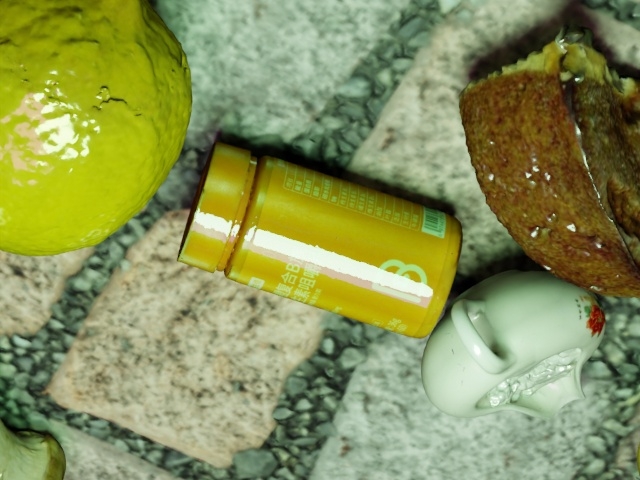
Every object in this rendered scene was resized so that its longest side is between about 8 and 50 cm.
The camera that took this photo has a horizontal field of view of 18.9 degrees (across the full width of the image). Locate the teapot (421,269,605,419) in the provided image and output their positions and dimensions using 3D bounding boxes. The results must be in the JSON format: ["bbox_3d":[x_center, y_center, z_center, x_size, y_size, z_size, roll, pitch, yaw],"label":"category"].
[{"bbox_3d":[0.136,0.075,1.411,0.145,0.092,0.226,-36,159,15],"label":"teapot"}]

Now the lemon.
[{"bbox_3d":[-0.187,-0.088,1.288,0.192,0.192,0.231,34,126,-18],"label":"lemon"}]

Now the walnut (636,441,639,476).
[{"bbox_3d":[0.339,0.176,1.453,0.206,0.159,0.159,32,126,-11],"label":"walnut"}]

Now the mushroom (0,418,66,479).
[{"bbox_3d":[-0.324,0.109,1.511,0.128,0.128,0.350,-19,127,22],"label":"mushroom"}]

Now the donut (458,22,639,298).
[{"bbox_3d":[0.174,-0.044,1.315,0.126,0.144,0.186,-12,155,42],"label":"donut"}]

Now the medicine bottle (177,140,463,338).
[{"bbox_3d":[0.000,0.000,1.393,0.191,0.096,0.096,18,129,-7],"label":"medicine bottle"}]
